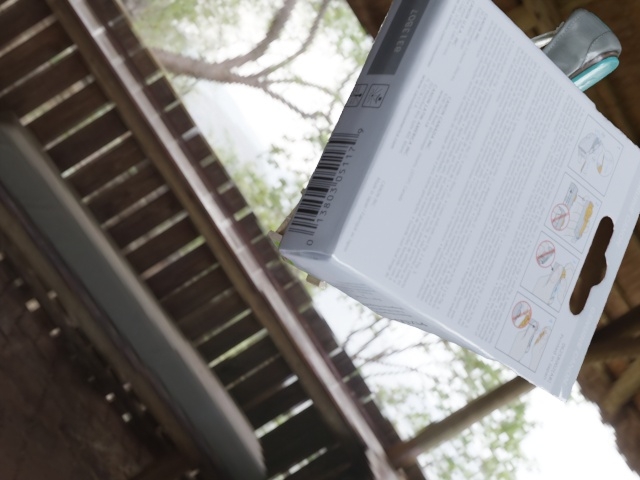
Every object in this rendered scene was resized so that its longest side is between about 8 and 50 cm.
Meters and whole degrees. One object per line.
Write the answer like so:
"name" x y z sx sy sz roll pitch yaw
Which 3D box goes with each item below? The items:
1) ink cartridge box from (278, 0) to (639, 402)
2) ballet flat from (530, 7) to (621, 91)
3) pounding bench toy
"ink cartridge box" 0.104 -0.025 0.645 0.232 0.189 0.066 34 -14 -39
"ballet flat" 0.165 -0.122 0.899 0.068 0.213 0.072 57 20 15
"pounding bench toy" 0.000 0.000 0.969 0.052 0.065 0.083 27 -19 31
